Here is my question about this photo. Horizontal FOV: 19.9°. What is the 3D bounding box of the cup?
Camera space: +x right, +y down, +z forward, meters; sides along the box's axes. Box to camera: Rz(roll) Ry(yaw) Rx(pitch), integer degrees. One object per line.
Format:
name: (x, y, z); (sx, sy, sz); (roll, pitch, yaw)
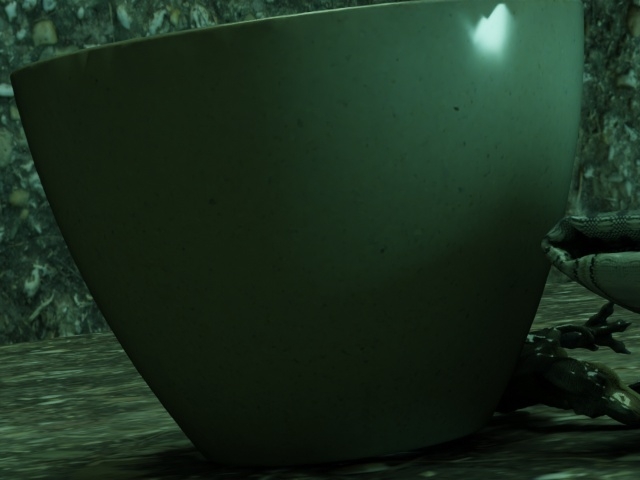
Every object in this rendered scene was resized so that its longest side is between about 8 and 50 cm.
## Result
cup: (0.000, 0.000, 1.057); (0.331, 0.237, 0.331); (-7, 2, 0)

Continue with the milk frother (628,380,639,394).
milk frother: (0.255, 0.032, 1.227); (0.143, 0.135, 0.129); (-1, -34, -50)

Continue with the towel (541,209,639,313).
towel: (0.329, 0.039, 0.938); (0.324, 0.056, 0.312); (-3, -17, 38)

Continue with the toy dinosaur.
toy dinosaur: (0.123, 0.084, 1.160); (0.118, 0.064, 0.268); (-13, 2, -37)
